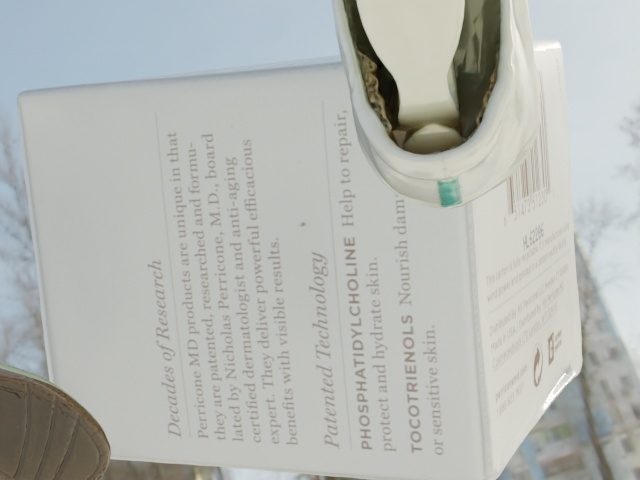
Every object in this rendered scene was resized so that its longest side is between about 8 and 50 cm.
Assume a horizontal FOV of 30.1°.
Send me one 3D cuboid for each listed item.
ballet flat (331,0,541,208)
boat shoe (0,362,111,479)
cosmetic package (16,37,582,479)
[{"bbox_3d":[0.041,-0.213,0.594,0.139,0.400,0.139,-9,4,1],"label":"ballet flat"},{"bbox_3d":[-0.217,0.098,0.739,0.190,0.068,0.072,36,-10,-31],"label":"boat shoe"},{"bbox_3d":[0.000,0.000,1.067,0.393,0.327,0.329,-1,10,26],"label":"cosmetic package"}]
